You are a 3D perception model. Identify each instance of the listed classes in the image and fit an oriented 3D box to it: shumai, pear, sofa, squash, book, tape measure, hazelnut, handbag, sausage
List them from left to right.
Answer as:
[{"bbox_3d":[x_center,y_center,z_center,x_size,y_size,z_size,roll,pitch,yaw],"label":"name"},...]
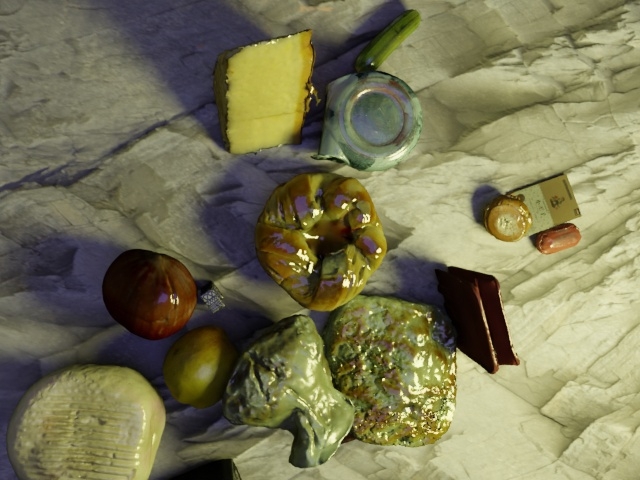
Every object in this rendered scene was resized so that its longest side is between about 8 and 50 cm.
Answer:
[{"bbox_3d":[-0.414,0.119,1.354,0.230,0.229,0.229,-1,95,-12],"label":"hazelnut"},{"bbox_3d":[-0.296,0.318,1.409,0.200,0.200,0.199,-1,95,-12],"label":"pear"},{"bbox_3d":[-0.277,0.145,1.431,0.039,0.118,0.060,-33,100,-6],"label":"sofa"},{"bbox_3d":[-0.042,0.374,1.380,0.289,0.292,0.329,27,81,29],"label":"shumai"},{"bbox_3d":[0.124,-0.310,1.464,0.275,0.147,0.256,8,91,-8],"label":"tape measure"},{"bbox_3d":[0.178,-0.532,1.496,0.229,0.066,0.066,-45,102,-5],"label":"squash"},{"bbox_3d":[0.410,0.203,1.500,0.084,0.275,0.259,-19,97,-8],"label":"handbag"},{"bbox_3d":[0.661,-0.104,1.645,0.199,0.016,0.138,-18,87,-9],"label":"book"},{"bbox_3d":[0.701,-0.004,1.646,0.141,0.076,0.076,-20,99,-10],"label":"sausage"}]

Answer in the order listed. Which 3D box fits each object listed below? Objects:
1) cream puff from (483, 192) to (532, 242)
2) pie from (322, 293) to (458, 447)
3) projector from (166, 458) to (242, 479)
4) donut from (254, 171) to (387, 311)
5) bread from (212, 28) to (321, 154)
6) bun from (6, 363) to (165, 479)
[{"bbox_3d":[0.534,-0.063,1.586,0.126,0.103,0.143,-23,98,31],"label":"cream puff"},{"bbox_3d":[0.201,0.343,1.522,0.396,0.180,0.417,-1,88,-10],"label":"pie"},{"bbox_3d":[-0.349,0.764,1.329,0.405,0.395,0.242,-21,97,-10],"label":"projector"},{"bbox_3d":[0.000,0.000,1.453,0.361,0.170,0.360,-1,94,-10],"label":"donut"},{"bbox_3d":[-0.123,-0.338,1.336,0.249,0.315,0.278,-11,107,-9],"label":"bread"},{"bbox_3d":[-0.554,0.470,1.359,0.361,0.213,0.360,1,79,-6],"label":"bun"}]
